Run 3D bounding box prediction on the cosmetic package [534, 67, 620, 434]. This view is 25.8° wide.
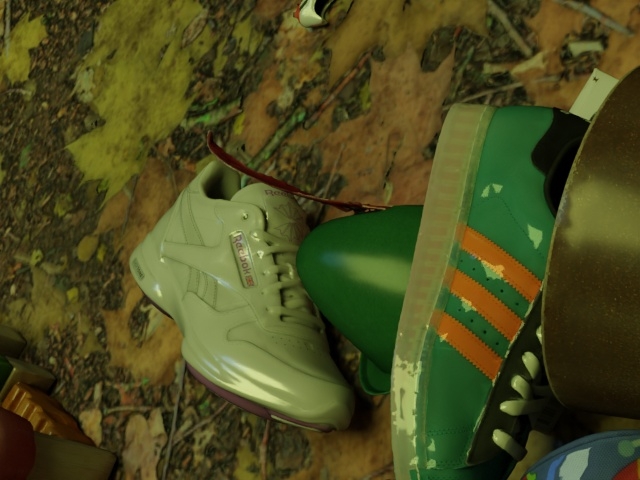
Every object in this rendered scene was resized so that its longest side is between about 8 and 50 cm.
[{"bbox_3d":[0.175,0.007,0.980,0.099,0.060,0.239,37,99,47],"label":"cosmetic package"}]

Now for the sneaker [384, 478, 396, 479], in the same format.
[{"bbox_3d":[-0.008,0.294,0.943,0.124,0.180,0.321,29,93,47],"label":"sneaker"}]

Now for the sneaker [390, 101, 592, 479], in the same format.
[{"bbox_3d":[0.123,0.050,0.880,0.121,0.108,0.302,3,72,23],"label":"sneaker"}]

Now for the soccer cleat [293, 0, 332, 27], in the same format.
[{"bbox_3d":[0.000,-0.235,1.281,0.035,0.029,0.083,8,81,37],"label":"soccer cleat"}]

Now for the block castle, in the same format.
[{"bbox_3d":[-0.429,0.199,1.372,0.453,0.213,0.303,40,102,45],"label":"block castle"}]

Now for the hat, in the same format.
[{"bbox_3d":[0.000,0.000,1.028,0.208,0.183,0.173,-32,33,61],"label":"hat"}]

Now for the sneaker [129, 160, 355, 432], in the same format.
[{"bbox_3d":[-0.056,0.038,1.150,0.152,0.114,0.305,-57,44,11],"label":"sneaker"}]

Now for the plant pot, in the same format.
[{"bbox_3d":[0.276,0.023,0.792,0.230,0.215,0.215,14,82,31],"label":"plant pot"}]

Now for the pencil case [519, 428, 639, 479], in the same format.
[{"bbox_3d":[0.190,0.263,0.809,0.133,0.119,0.306,-45,44,47],"label":"pencil case"}]
